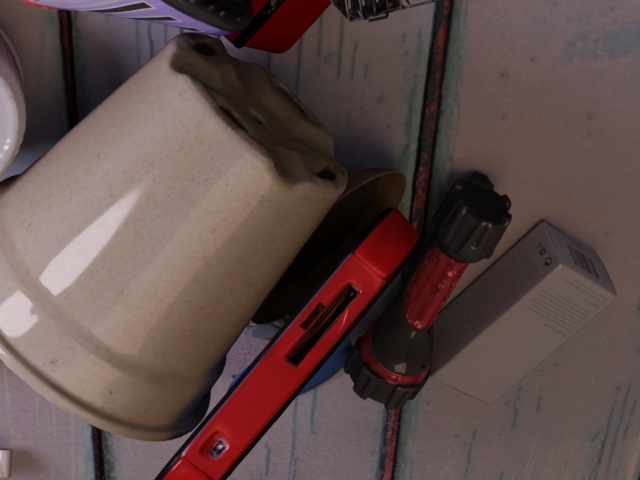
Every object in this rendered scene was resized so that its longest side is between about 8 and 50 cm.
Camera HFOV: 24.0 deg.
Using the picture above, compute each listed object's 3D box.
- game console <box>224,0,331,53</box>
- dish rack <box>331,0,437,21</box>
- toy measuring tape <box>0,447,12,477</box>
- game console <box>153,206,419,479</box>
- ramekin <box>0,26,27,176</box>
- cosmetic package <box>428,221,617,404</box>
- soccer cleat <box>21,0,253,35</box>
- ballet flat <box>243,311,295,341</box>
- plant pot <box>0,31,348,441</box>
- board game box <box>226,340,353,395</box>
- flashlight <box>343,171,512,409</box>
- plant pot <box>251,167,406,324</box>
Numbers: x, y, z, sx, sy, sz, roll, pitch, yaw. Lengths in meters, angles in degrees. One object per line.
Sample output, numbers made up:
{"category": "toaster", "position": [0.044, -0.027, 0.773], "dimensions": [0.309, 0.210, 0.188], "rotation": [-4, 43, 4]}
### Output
{"category": "game console", "position": [-0.046, -0.266, 1.508], "dimensions": [0.124, 0.085, 0.144], "rotation": [42, 114, -6]}
{"category": "dish rack", "position": [0.122, -0.323, 1.455], "dimensions": [0.272, 0.074, 0.208], "rotation": [-16, 133, -7]}
{"category": "toy measuring tape", "position": [-0.531, 0.274, 1.787], "dimensions": [0.330, 0.121, 0.121], "rotation": [2, 131, -18]}
{"category": "game console", "position": [-0.037, 0.127, 1.626], "dimensions": [0.060, 0.342, 0.386], "rotation": [41, 89, 0]}
{"category": "ramekin", "position": [-0.380, -0.128, 1.436], "dimensions": [0.207, 0.109, 0.207], "rotation": [-11, 120, -19]}
{"category": "cosmetic package", "position": [0.243, 0.094, 1.880], "dimensions": [0.117, 0.085, 0.231], "rotation": [29, 120, -35]}
{"category": "soccer cleat", "position": [-0.216, -0.257, 1.412], "dimensions": [0.318, 0.108, 0.116], "rotation": [19, 135, -27]}
{"category": "ballet flat", "position": [-0.109, 0.075, 1.767], "dimensions": [0.206, 0.067, 0.073], "rotation": [14, 125, -27]}
{"category": "plant pot", "position": [-0.151, -0.026, 1.491], "dimensions": [0.334, 0.333, 0.305], "rotation": [28, 115, -35]}
{"category": "board game box", "position": [-0.042, 0.150, 1.874], "dimensions": [0.169, 0.033, 0.133], "rotation": [-1, 145, -40]}
{"category": "flashlight", "position": [0.130, 0.068, 1.794], "dimensions": [0.103, 0.103, 0.304], "rotation": [-23, 150, -47]}
{"category": "plant pot", "position": [0.000, 0.000, 1.681], "dimensions": [0.236, 0.032, 0.236], "rotation": [-40, 164, -14]}
